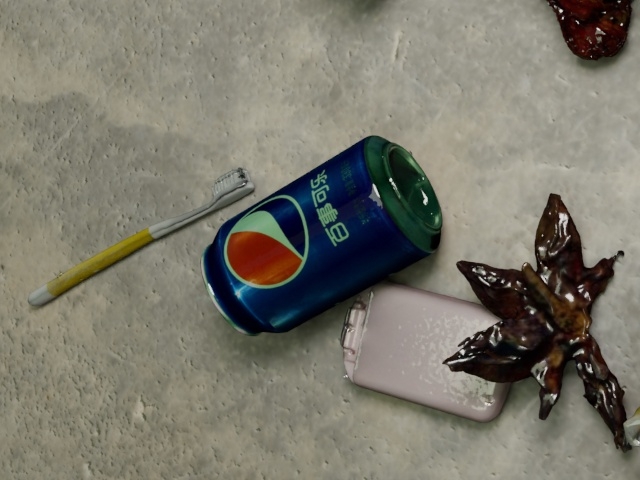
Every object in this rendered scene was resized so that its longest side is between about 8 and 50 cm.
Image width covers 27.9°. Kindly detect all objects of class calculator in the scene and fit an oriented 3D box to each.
[{"bbox_3d":[0.097,0.095,1.122,0.175,0.032,0.100,14,94,27],"label":"calculator"}]

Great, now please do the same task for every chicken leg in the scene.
[{"bbox_3d":[0.209,-0.247,1.077,0.093,0.053,0.205,-21,84,1],"label":"chicken leg"}]

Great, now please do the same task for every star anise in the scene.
[{"bbox_3d":[0.174,0.068,1.053,0.157,0.053,0.212,-1,84,-1],"label":"star anise"}]

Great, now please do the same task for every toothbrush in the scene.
[{"bbox_3d":[-0.184,-0.001,1.281,0.288,0.021,0.024,-27,64,23],"label":"toothbrush"}]

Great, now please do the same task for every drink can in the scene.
[{"bbox_3d":[0.000,0.000,1.132,0.205,0.118,0.118,-31,74,24],"label":"drink can"}]

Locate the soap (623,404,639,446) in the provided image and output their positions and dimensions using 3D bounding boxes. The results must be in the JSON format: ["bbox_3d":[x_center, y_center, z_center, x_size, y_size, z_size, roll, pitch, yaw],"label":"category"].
[{"bbox_3d":[0.341,0.002,0.862,0.304,0.169,0.339,7,118,33],"label":"soap"}]
